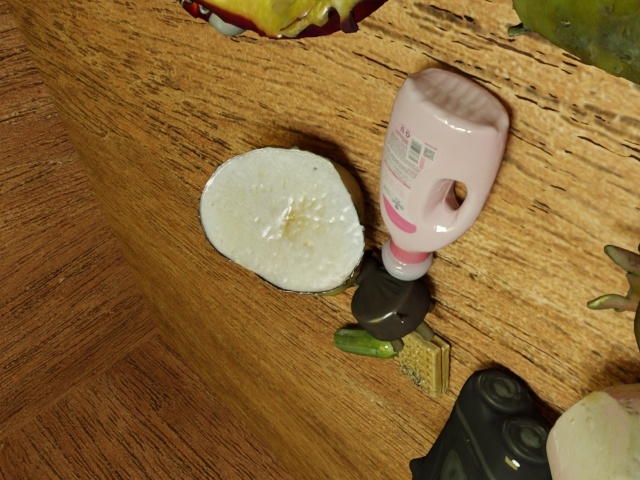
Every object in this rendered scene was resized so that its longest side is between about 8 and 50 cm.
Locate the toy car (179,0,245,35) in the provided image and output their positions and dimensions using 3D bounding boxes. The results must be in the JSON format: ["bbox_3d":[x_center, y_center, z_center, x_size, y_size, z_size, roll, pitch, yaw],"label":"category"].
[{"bbox_3d":[-0.157,-0.384,0.910,0.112,0.112,0.139,45,166,-16],"label":"toy car"}]

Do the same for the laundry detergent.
[{"bbox_3d":[0.147,-0.064,0.776,0.159,0.087,0.335,41,151,25],"label":"laundry detergent"}]

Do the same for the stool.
[{"bbox_3d":[0.116,0.098,0.967,0.121,0.125,0.217,44,-176,-31],"label":"stool"}]

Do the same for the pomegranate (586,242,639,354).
[{"bbox_3d":[0.352,0.070,0.511,0.224,0.181,0.182,36,150,62],"label":"pomegranate"}]

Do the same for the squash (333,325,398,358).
[{"bbox_3d":[0.095,0.213,1.195,0.066,0.066,0.229,60,154,-8],"label":"squash"}]

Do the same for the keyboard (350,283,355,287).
[{"bbox_3d":[0.000,0.000,1.153,0.230,0.025,0.093,58,151,-4],"label":"keyboard"}]

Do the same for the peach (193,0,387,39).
[{"bbox_3d":[-0.035,-0.354,0.421,0.338,0.353,0.416,23,-169,-2],"label":"peach"}]

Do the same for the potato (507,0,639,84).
[{"bbox_3d":[0.250,-0.190,0.461,0.225,0.090,0.117,37,155,45],"label":"potato"}]

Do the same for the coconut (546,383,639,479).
[{"bbox_3d":[0.376,0.268,0.636,0.241,0.241,0.241,39,149,29],"label":"coconut"}]

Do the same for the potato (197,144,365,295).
[{"bbox_3d":[-0.038,-0.041,1.003,0.299,0.196,0.247,26,103,15],"label":"potato"}]

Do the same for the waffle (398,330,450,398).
[{"bbox_3d":[0.193,0.222,1.065,0.102,0.042,0.148,33,146,38],"label":"waffle"}]

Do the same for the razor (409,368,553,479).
[{"bbox_3d":[0.264,0.381,0.949,0.204,0.113,0.349,-112,29,-45],"label":"razor"}]
